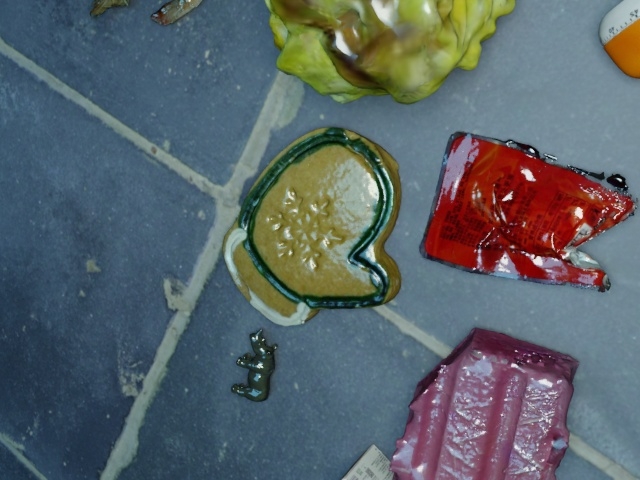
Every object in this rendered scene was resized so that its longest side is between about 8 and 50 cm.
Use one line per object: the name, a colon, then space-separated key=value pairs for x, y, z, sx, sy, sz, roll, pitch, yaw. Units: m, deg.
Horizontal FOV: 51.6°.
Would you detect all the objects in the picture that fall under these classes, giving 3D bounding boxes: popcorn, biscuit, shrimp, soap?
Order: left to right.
shrimp: x=-0.287 y=-0.427 z=1.113 sx=0.251 sy=0.052 sz=0.143 roll=-26 pitch=89 yaw=26
biscuit: x=-0.001 y=0.000 z=1.038 sx=0.287 sy=0.057 sz=0.343 roll=47 pitch=115 yaw=12
popcorn: x=0.088 y=-0.327 z=0.824 sx=0.312 sy=0.312 sz=0.312 roll=4 pitch=100 yaw=26
soap: x=0.220 y=0.293 z=0.932 sx=0.220 sy=0.127 sz=0.324 roll=16 pitch=101 yaw=21

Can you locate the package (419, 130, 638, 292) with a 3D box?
package: x=0.271 y=-0.031 z=0.895 sx=0.269 sy=0.071 sz=0.194 roll=21 pitch=92 yaw=26

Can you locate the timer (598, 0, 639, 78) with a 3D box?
timer: x=0.408 y=-0.242 z=0.774 sx=0.136 sy=0.099 sz=0.136 roll=10 pitch=106 yaw=37

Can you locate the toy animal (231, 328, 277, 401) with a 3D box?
toy animal: x=-0.109 y=0.214 z=1.133 sx=0.065 sy=0.047 sz=0.135 roll=15 pitch=103 yaw=18

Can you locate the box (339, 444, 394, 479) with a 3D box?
box: x=0.078 y=0.384 z=1.023 sx=0.089 sy=0.125 sz=0.043 roll=45 pitch=115 yaw=14
